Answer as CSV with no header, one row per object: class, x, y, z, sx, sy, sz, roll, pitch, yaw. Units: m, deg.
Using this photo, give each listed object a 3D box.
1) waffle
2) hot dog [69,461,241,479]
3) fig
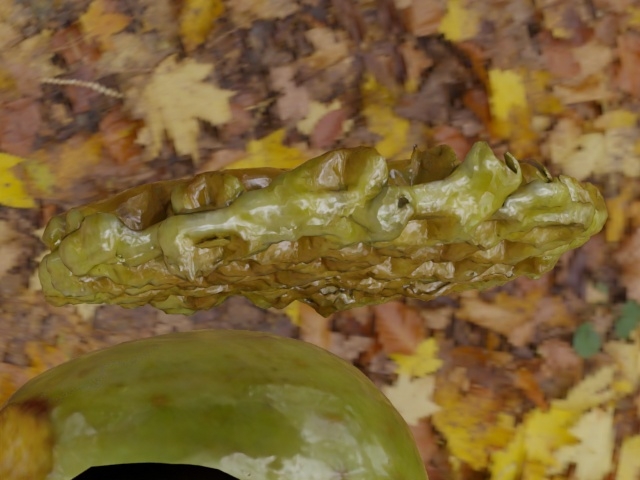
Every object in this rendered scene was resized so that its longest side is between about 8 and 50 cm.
waffle,0.000,0.000,0.915,0.325,0.302,0.068,-5,83,10
hot dog,-0.010,0.258,0.769,0.194,0.107,0.326,-8,53,-41
fig,-0.084,0.177,1.153,0.326,0.258,0.258,23,80,-30
